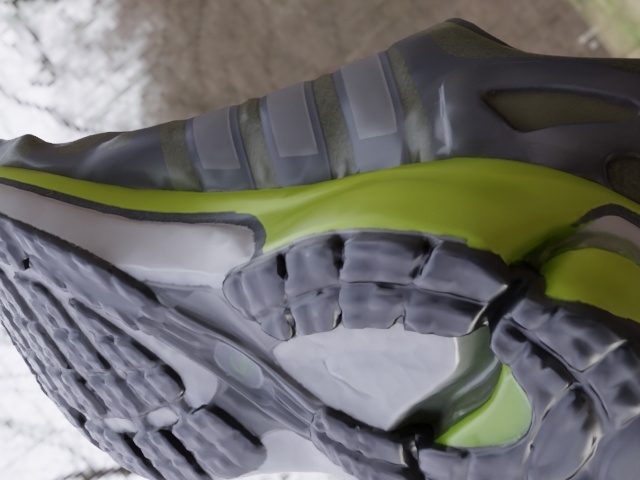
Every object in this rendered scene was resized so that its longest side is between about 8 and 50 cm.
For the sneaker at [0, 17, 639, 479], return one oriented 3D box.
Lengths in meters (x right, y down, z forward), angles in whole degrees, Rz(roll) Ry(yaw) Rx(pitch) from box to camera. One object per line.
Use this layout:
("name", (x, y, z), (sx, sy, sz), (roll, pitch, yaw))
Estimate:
("sneaker", (0.000, 0.000, 0.496), (0.300, 0.121, 0.111), (6, 131, 44))
